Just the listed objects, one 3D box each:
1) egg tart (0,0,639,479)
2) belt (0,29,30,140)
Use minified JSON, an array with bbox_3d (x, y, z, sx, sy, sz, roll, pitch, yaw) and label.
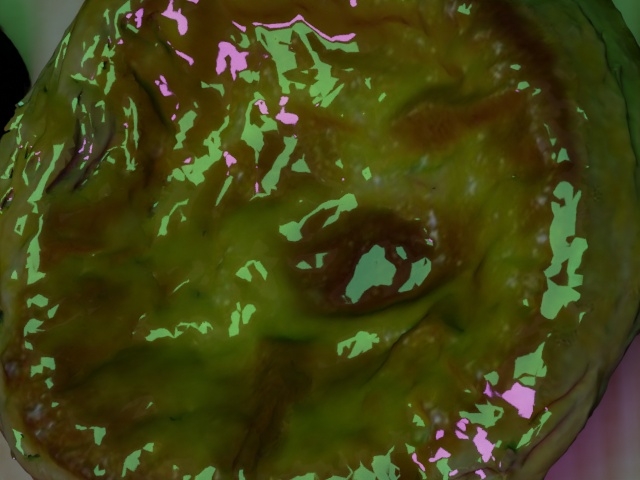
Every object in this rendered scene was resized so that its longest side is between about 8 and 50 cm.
[{"bbox_3d":[0.000,0.000,0.611,0.295,0.116,0.294,-6,72,19],"label":"egg tart"},{"bbox_3d":[-0.205,-0.079,0.737,0.140,0.058,0.105,36,87,25],"label":"belt"}]
